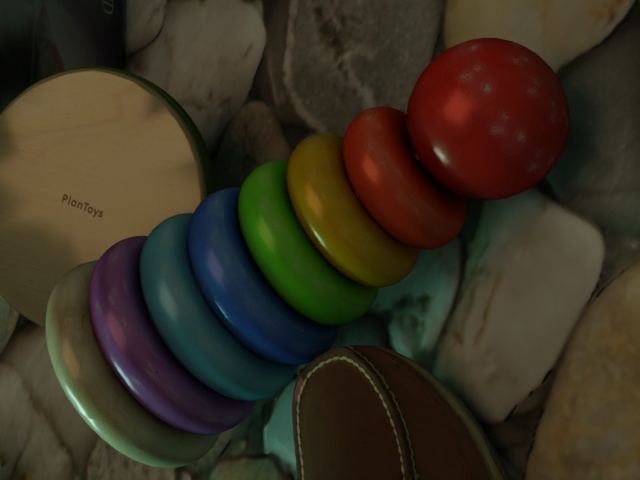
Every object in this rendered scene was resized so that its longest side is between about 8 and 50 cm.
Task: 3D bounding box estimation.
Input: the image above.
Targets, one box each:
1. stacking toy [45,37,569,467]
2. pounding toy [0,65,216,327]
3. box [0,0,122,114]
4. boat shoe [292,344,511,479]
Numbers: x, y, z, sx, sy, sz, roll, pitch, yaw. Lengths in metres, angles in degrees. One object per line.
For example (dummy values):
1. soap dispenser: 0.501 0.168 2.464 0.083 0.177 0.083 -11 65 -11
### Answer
1. stacking toy: 0.000 0.000 0.949 0.330 0.141 0.141 -34 51 24
2. pounding toy: -0.123 -0.006 1.150 0.183 0.110 0.237 -43 75 16
3. box: -0.313 -0.154 1.256 0.183 0.294 0.296 -24 58 40
4. boat shoe: 0.038 0.186 0.849 0.123 0.116 0.324 -44 46 30
